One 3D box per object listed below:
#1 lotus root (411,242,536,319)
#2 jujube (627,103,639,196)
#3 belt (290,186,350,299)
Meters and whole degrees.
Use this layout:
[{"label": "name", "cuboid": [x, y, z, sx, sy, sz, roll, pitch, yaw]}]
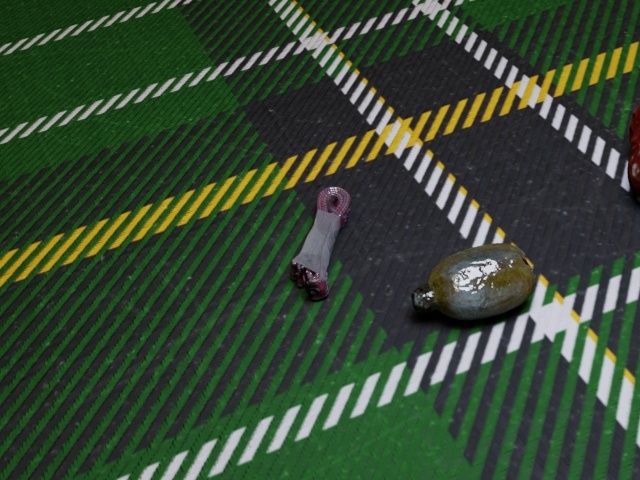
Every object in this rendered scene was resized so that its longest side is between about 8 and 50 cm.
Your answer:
[{"label": "lotus root", "cuboid": [0.229, 0.066, 1.228, 0.192, 0.088, 0.113, -15, 50, -7]}, {"label": "jujube", "cuboid": [0.597, -0.159, 1.372, 0.155, 0.155, 0.230, 13, 55, 21]}, {"label": "belt", "cuboid": [0.000, 0.000, 1.356, 0.071, 0.053, 0.232, 10, 46, 7]}]
